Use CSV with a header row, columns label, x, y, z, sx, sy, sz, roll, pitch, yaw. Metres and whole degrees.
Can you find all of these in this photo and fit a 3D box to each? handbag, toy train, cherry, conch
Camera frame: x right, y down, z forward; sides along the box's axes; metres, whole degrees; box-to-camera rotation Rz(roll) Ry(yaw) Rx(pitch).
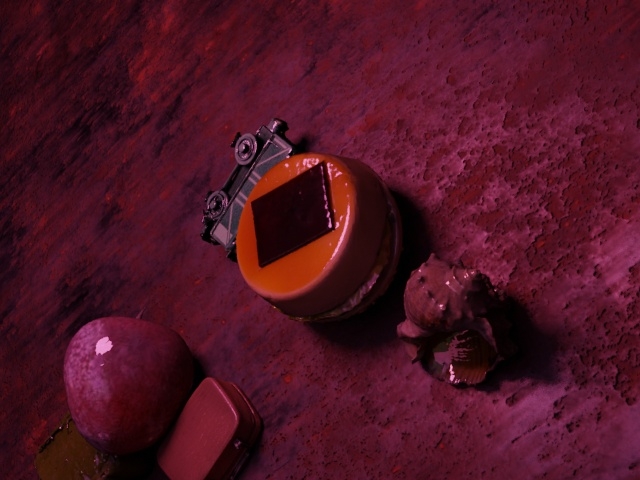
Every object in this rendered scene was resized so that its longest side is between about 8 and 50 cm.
label,x,y,z,sx,sy,sz,roll,pitch,yaw
handbag,-0.193,0.353,1.684,0.151,0.072,0.193,38,98,42
toy train,-0.116,-0.091,1.758,0.154,0.115,0.269,39,100,33
cherry,-0.349,0.243,1.737,0.213,0.236,0.285,115,166,-59
conch,0.193,0.123,1.392,0.178,0.163,0.245,59,143,25

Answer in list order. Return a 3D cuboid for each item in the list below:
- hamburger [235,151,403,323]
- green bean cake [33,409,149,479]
label,x,y,z,sx,sy,sz,roll,pitch,yaw
hamburger,0.000,0.000,1.576,0.300,0.176,0.300,-16,64,37
green bean cake,-0.442,0.428,1.838,0.214,0.113,0.200,-52,48,12
